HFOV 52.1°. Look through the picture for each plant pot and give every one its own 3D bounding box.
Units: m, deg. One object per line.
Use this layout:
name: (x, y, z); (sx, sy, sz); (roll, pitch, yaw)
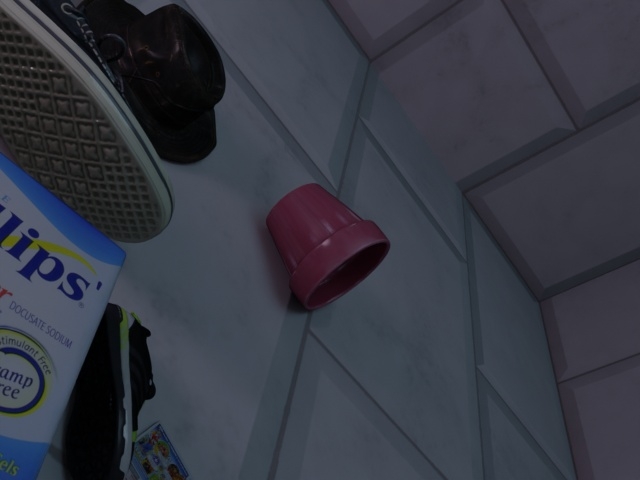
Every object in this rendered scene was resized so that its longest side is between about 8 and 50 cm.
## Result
plant pot: (0.000, 0.000, 1.222); (0.180, 0.201, 0.201); (52, 22, 19)

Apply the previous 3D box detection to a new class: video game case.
video game case: (-0.202, 0.273, 0.756); (0.087, 0.011, 0.122); (61, 26, 1)

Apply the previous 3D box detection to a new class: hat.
hat: (-0.253, -0.305, 1.116); (0.331, 0.134, 0.331); (42, 32, -34)

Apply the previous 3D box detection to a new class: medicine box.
medicine box: (-0.345, 0.056, 0.556); (0.263, 0.149, 0.289); (45, 31, -30)

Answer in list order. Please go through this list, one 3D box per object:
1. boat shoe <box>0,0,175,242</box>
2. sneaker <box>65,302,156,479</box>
boat shoe: (-0.340, -0.220, 0.815); (0.500, 0.186, 0.156); (52, 32, -6)
sneaker: (-0.219, 0.174, 0.740); (0.097, 0.084, 0.235); (37, 32, -46)
